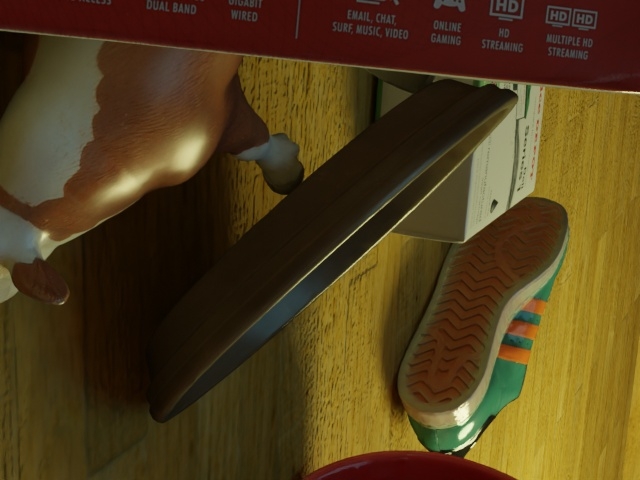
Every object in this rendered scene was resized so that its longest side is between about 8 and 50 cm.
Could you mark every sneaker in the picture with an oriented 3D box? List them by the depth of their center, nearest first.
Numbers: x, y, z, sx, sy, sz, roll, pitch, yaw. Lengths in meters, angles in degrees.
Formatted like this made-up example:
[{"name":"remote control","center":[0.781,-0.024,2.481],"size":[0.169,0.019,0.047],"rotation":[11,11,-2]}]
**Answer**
[{"name":"sneaker","center":[0.167,0.087,1.283],"size":[0.302,0.108,0.121],"rotation":[-55,148,-31]}]

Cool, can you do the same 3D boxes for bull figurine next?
[{"name":"bull figurine","center":[-0.065,-0.105,0.567],"size":[0.188,0.101,0.310],"rotation":[-4,118,-64]}]

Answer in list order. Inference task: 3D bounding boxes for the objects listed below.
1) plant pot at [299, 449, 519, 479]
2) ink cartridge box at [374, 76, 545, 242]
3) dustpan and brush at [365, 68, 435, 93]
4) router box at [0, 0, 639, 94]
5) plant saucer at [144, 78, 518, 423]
[{"name":"plant pot","center":[0.073,0.341,0.981],"size":[0.275,0.274,0.243],"rotation":[-45,148,-54]},{"name":"ink cartridge box","center":[0.125,-0.103,1.105],"size":[0.219,0.092,0.160],"rotation":[-29,126,-61]},{"name":"dustpan and brush","center":[0.002,-0.136,0.792],"size":[0.060,0.147,0.211],"rotation":[-56,-177,16]},{"name":"router box","center":[-0.024,-0.215,0.438],"size":[0.082,0.335,0.301],"rotation":[-150,-116,-69]},{"name":"plant saucer","center":[0.000,0.000,0.734],"size":[0.278,0.041,0.278],"rotation":[-41,175,-4]}]
